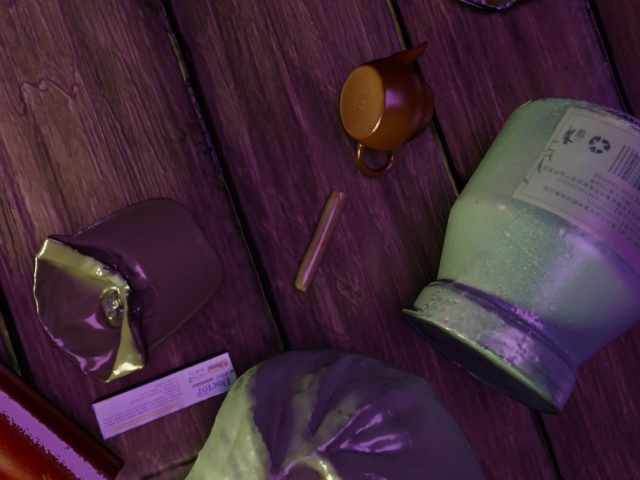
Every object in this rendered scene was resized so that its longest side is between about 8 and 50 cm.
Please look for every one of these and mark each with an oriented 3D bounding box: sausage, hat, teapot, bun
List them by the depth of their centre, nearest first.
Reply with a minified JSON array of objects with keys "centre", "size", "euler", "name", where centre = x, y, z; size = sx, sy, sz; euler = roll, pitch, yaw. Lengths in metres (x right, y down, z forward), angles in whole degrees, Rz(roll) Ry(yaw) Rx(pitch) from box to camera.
[{"centre":[0.019,0.285,0.657],"size":[0.354,0.194,0.355],"euler":[-1,77,5],"name":"bun"},{"centre":[-0.213,0.051,0.735],"size":[0.166,0.144,0.173],"euler":[57,34,-1],"name":"hat"},{"centre":[0.090,-0.160,0.793],"size":[0.116,0.116,0.173],"euler":[9,110,-11],"name":"teapot"},{"centre":[0.000,0.000,0.794],"size":[0.024,0.024,0.133],"euler":[25,81,-9],"name":"sausage"}]

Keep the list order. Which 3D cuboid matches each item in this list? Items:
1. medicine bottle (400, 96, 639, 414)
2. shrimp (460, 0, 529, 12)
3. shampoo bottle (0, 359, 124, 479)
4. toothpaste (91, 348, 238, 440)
[{"centre":[0.251,0.022,0.739],"size":[0.245,0.245,0.290],"euler":[37,81,-7],"name":"medicine bottle"},{"centre":[0.302,-0.462,0.871],"size":[0.444,0.085,0.272],"euler":[-14,94,-10],"name":"shrimp"},{"centre":[-0.338,0.191,0.684],"size":[0.260,0.064,0.102],"euler":[43,100,-5],"name":"shampoo bottle"},{"centre":[-0.175,0.176,0.738],"size":[0.164,0.034,0.046],"euler":[-20,90,-13],"name":"toothpaste"}]
